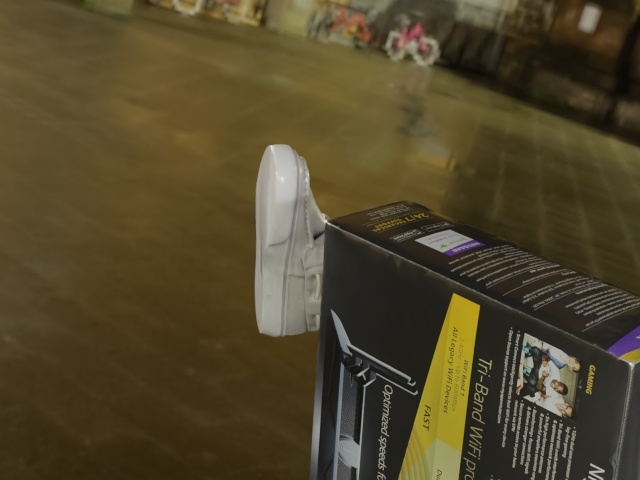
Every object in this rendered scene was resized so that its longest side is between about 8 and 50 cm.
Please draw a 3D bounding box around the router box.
[{"bbox_3d":[0.100,0.156,0.776,0.081,0.308,0.243,-15,29,-39],"label":"router box"}]

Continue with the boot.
[{"bbox_3d":[0.000,0.000,1.228,0.123,0.258,0.095,-4,51,-9],"label":"boot"}]
